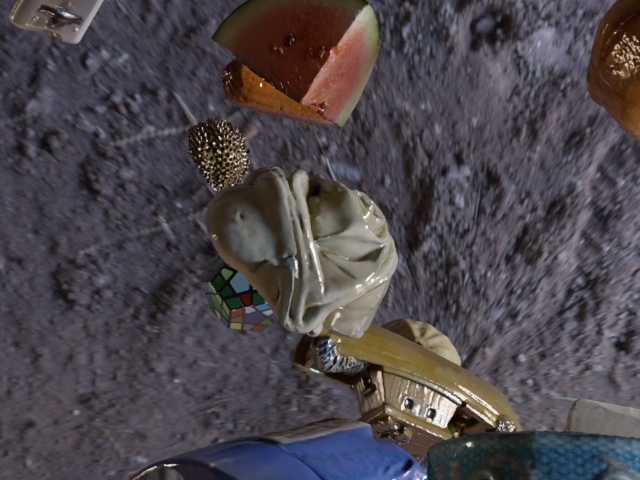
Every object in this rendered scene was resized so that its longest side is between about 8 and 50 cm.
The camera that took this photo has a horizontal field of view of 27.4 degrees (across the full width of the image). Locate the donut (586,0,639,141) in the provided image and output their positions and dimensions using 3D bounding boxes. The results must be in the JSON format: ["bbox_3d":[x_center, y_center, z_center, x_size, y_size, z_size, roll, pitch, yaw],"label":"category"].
[{"bbox_3d":[0.405,-0.207,1.448,0.226,0.226,0.114,-28,60,1],"label":"donut"}]

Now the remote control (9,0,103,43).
[{"bbox_3d":[-0.300,-0.390,1.755,0.313,0.109,0.055,-53,43,28],"label":"remote control"}]

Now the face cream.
[{"bbox_3d":[-0.032,0.287,1.137,0.249,0.225,0.249,6,99,39],"label":"face cream"}]

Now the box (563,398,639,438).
[{"bbox_3d":[0.247,0.234,0.939,0.168,0.259,0.071,9,44,13],"label":"box"}]

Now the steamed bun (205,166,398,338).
[{"bbox_3d":[-0.001,0.000,1.430,0.144,0.211,0.218,-42,84,19],"label":"steamed bun"}]

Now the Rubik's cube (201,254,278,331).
[{"bbox_3d":[-0.099,0.062,1.822,0.133,0.133,0.112,-12,58,4],"label":"Rubik's cube"}]

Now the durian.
[{"bbox_3d":[-0.133,-0.125,1.808,0.071,0.110,0.140,-30,48,8],"label":"durian"}]

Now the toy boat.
[{"bbox_3d":[0.112,0.193,1.581,0.321,0.089,0.121,28,50,-20],"label":"toy boat"}]

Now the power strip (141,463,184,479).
[{"bbox_3d":[-0.095,0.234,0.623,0.064,0.213,0.198,25,100,-11],"label":"power strip"}]

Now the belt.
[{"bbox_3d":[0.140,0.155,0.733,0.163,0.148,0.082,-13,64,36],"label":"belt"}]

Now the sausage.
[{"bbox_3d":[-0.048,-0.212,1.864,0.197,0.076,0.076,10,83,-24],"label":"sausage"}]

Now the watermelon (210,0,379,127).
[{"bbox_3d":[-0.008,-0.209,1.516,0.193,0.145,0.137,-7,81,23],"label":"watermelon"}]

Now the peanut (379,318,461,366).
[{"bbox_3d":[0.108,0.166,1.796,0.123,0.257,0.123,1,88,-15],"label":"peanut"}]
